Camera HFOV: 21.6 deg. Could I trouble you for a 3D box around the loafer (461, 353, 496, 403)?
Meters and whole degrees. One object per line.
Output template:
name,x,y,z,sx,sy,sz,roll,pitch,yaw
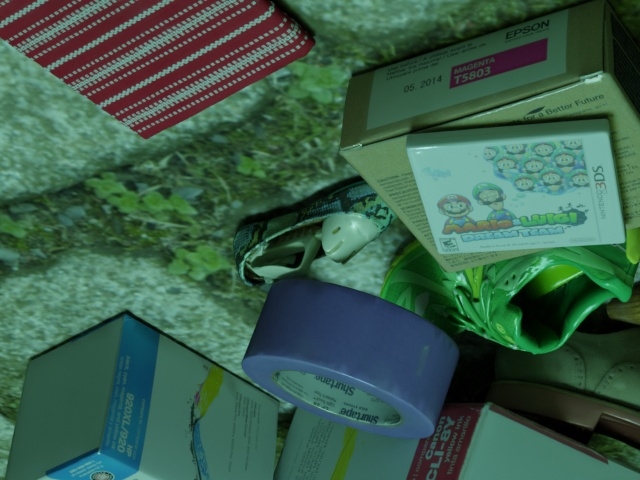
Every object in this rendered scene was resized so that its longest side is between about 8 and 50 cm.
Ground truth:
loafer,0.252,0.159,1.701,0.220,0.078,0.080,-3,144,13

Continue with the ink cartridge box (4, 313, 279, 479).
ink cartridge box,-0.185,0.221,1.780,0.171,0.168,0.233,-27,134,37

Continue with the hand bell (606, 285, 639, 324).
hand bell,0.366,0.047,1.532,0.242,0.126,0.126,-10,143,44

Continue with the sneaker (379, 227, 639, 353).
sneaker,0.161,0.045,1.513,0.109,0.123,0.295,32,140,-32

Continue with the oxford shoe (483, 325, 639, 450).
oxford shoe,0.338,0.143,1.611,0.348,0.130,0.123,13,161,-1

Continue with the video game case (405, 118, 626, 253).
video game case,0.158,-0.040,1.333,0.157,0.019,0.143,-4,143,14

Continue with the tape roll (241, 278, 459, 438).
tape roll,0.028,0.111,1.548,0.189,0.080,0.189,18,161,6

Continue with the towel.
towel,-0.164,-0.191,1.315,0.199,0.031,0.275,-24,137,33

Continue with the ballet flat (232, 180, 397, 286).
ballet flat,0.000,0.000,1.529,0.188,0.070,0.070,-21,136,33

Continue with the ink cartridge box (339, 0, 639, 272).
ink cartridge box,0.164,-0.079,1.371,0.235,0.088,0.193,-14,139,28

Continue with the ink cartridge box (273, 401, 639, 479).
ink cartridge box,0.148,0.280,1.707,0.279,0.160,0.385,25,164,-24
